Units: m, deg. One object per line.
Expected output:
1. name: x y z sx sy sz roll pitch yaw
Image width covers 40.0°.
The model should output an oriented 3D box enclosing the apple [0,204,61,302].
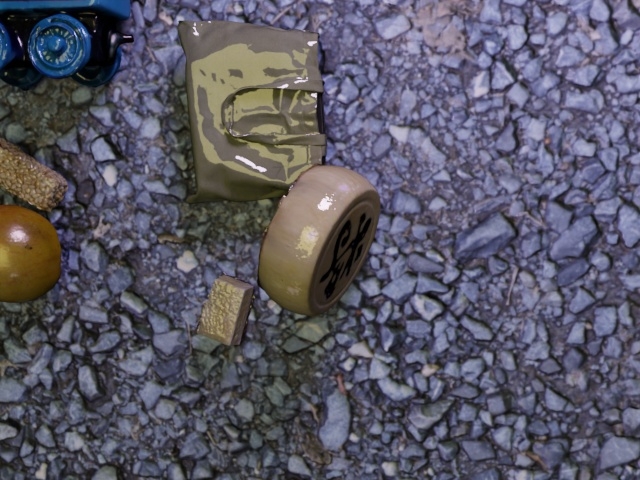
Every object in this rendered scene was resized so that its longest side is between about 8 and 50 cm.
1. apple: -0.555 0.023 1.604 0.155 0.182 0.182 -7 98 -19

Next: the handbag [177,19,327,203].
1. handbag: -0.115 -0.222 1.523 0.253 0.109 0.315 -1 98 5

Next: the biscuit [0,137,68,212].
1. biscuit: -0.548 -0.123 1.627 0.169 0.070 0.082 30 98 6

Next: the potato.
1. potato: -0.173 0.126 1.609 0.086 0.061 0.122 18 100 8

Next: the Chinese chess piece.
1. Chinese chess piece: 0.000 0.000 1.461 0.104 0.257 0.257 25 102 20

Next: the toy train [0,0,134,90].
1. toy train: -0.481 -0.400 1.519 0.301 0.188 0.264 1 94 10
